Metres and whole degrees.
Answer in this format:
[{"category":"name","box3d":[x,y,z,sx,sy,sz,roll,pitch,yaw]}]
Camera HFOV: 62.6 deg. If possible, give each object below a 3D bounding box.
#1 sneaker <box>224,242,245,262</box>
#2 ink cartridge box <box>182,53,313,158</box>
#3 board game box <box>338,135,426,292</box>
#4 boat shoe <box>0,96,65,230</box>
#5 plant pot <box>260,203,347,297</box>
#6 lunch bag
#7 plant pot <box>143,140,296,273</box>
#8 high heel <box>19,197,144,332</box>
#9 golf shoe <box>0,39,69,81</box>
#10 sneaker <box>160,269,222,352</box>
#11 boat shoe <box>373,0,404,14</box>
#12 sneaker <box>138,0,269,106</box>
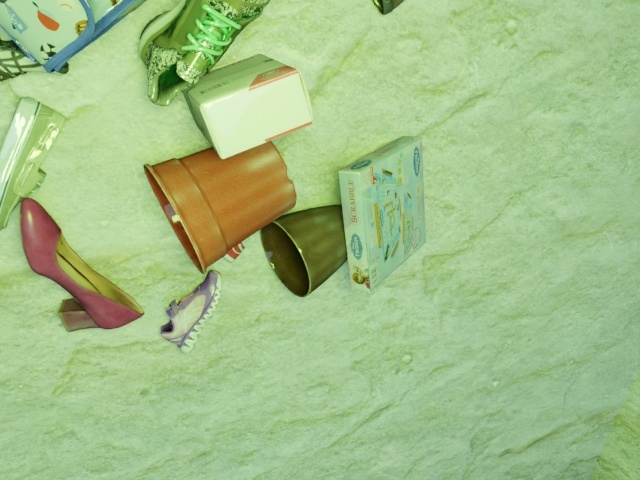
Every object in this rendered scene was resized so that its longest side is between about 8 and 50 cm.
[{"category":"sneaker","box3d":[-0.245,0.001,1.341,0.067,0.042,0.118,-44,127,4]},{"category":"ink cartridge box","box3d":[-0.165,-0.296,1.118,0.207,0.283,0.117,-24,121,-11]},{"category":"board game box","box3d":[0.174,-0.078,1.373,0.318,0.066,0.318,-33,125,-45]},{"category":"boat shoe","box3d":[-0.626,-0.145,1.098,0.094,0.109,0.302,20,99,-29]},{"category":"plant pot","box3d":[0.000,0.000,1.364,0.230,0.215,0.215,-28,119,-27]},{"category":"lunch bag","box3d":[-0.457,-0.539,0.932,0.385,0.239,0.328,-37,115,1]},{"category":"plant pot","box3d":[-0.215,-0.105,1.200,0.265,0.272,0.272,-29,119,-17]},{"category":"high heel","box3d":[-0.535,0.054,1.194,0.181,0.127,0.377,-10,131,-7]},{"category":"golf shoe","box3d":[-0.610,-0.356,1.047,0.198,0.077,0.094,13,122,-24]},{"category":"sneaker","box3d":[-0.336,0.175,1.352,0.105,0.095,0.236,27,100,-20]},{"category":"boat shoe","box3d":[0.102,-0.643,1.188,0.092,0.103,0.285,-49,125,-3]},{"category":"sneaker","box3d":[-0.216,-0.384,1.000,0.158,0.410,0.182,16,61,-37]}]
